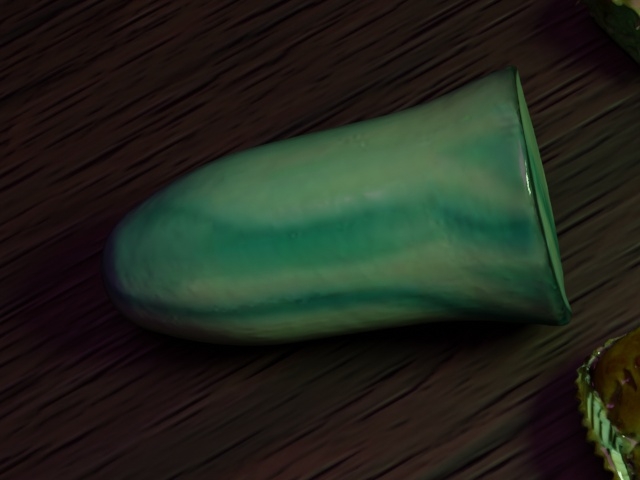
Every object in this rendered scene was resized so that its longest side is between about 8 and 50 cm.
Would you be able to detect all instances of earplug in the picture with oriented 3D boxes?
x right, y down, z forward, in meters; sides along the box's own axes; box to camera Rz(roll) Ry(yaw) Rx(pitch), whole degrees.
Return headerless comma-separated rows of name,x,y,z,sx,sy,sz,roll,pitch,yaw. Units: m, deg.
earplug,0.000,0.000,1.316,0.324,0.185,0.185,-12,65,9

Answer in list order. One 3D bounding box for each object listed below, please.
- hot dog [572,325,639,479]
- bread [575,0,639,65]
hot dog,0.308,0.096,1.270,0.270,0.082,0.162,-22,63,-1
bread,0.322,-0.239,1.415,0.269,0.098,0.087,-39,105,-10
